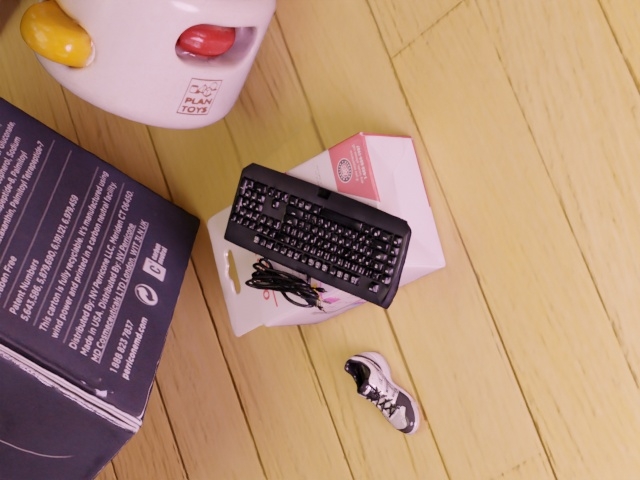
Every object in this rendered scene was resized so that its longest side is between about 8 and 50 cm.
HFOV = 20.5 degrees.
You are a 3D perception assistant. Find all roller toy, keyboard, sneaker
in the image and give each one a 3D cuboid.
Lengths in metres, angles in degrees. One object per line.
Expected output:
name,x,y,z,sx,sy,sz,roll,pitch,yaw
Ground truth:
roller toy,-0.147,-0.188,1.522,0.209,0.191,0.146,-77,11,-65
keyboard,-0.014,0.006,1.404,0.192,0.038,0.100,21,104,43
sneaker,0.048,0.126,1.436,0.083,0.037,0.032,52,122,31

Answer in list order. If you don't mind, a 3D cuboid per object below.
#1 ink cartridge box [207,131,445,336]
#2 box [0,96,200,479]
ink cartridge box,0.000,0.000,1.464,0.198,0.067,0.115,-26,72,41
box,-0.444,0.086,1.587,0.480,0.472,0.297,-47,20,35
